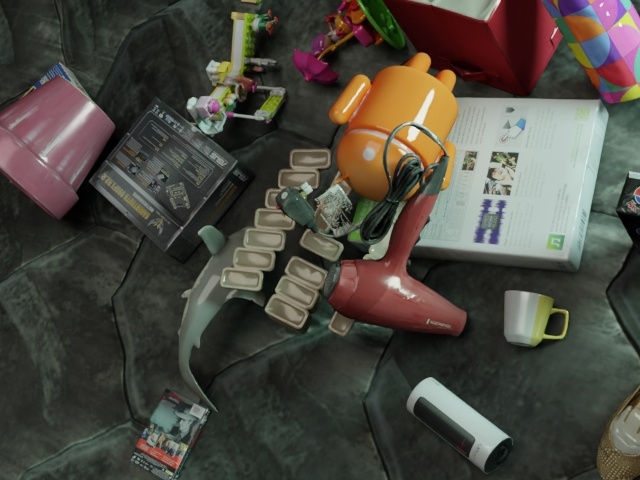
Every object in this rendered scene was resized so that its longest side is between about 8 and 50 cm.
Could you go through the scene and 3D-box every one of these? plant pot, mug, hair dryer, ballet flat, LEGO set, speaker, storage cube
[{"bbox_3d":[-0.444,-0.163,1.778,0.201,0.201,0.180,35,79,35],"label":"plant pot"},{"bbox_3d":[0.266,0.101,1.371,0.078,0.062,0.064,4,78,37],"label":"mug"},{"bbox_3d":[0.098,0.017,1.375,0.224,0.293,0.080,-25,25,15],"label":"hair dryer"},{"bbox_3d":[0.384,0.191,1.260,0.073,0.067,0.206,33,86,34],"label":"ballet flat"},{"bbox_3d":[-0.106,-0.281,1.712,0.107,0.132,0.287,10,66,22],"label":"LEGO set"},{"bbox_3d":[0.174,0.231,1.362,0.136,0.055,0.055,37,88,35],"label":"speaker"},{"bbox_3d":[0.228,-0.345,1.512,0.184,0.193,0.215,24,80,34],"label":"storage cube"}]

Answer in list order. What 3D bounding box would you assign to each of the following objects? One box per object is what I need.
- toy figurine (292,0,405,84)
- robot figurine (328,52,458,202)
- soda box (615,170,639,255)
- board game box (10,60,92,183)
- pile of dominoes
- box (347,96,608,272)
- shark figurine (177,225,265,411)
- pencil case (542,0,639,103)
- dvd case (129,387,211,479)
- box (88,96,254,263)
[{"bbox_3d":[0.027,-0.314,1.669,0.159,0.130,0.173,-34,34,22],"label":"toy figurine"},{"bbox_3d":[0.103,-0.141,1.437,0.128,0.158,0.219,12,64,37],"label":"robot figurine"},{"bbox_3d":[0.401,-0.020,1.285,0.060,0.169,0.053,13,75,32],"label":"soda box"},{"bbox_3d":[-0.492,-0.203,1.923,0.193,0.045,0.147,-42,56,6],"label":"board game box"},{"bbox_3d":[0.000,0.000,1.493,0.196,0.040,0.251,26,79,13],"label":"pile of dominoes"},{"bbox_3d":[0.212,-0.084,1.486,0.322,0.058,0.232,6,71,29],"label":"box"},{"bbox_3d":[-0.133,0.093,1.531,0.116,0.166,0.278,23,81,24],"label":"shark figurine"},{"bbox_3d":[0.354,-0.286,1.391,0.104,0.236,0.104,-31,22,14],"label":"pencil case"},{"bbox_3d":[-0.218,0.283,1.574,0.087,0.013,0.119,19,79,33],"label":"dvd case"},{"bbox_3d":[-0.241,-0.099,1.734,0.231,0.056,0.183,38,90,35],"label":"box"}]
